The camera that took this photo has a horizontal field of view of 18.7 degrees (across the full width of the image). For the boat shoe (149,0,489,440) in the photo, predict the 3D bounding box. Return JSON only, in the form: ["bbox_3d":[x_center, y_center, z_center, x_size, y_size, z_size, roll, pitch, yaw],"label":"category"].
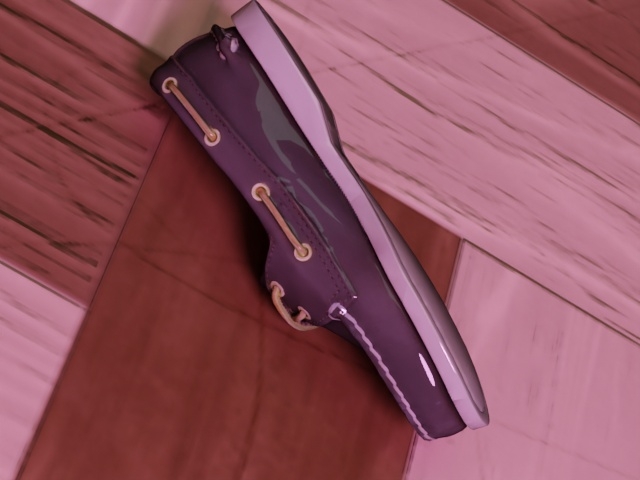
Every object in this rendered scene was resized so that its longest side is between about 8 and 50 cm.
[{"bbox_3d":[0.000,0.000,0.903,0.228,0.068,0.081,60,6,13],"label":"boat shoe"}]
